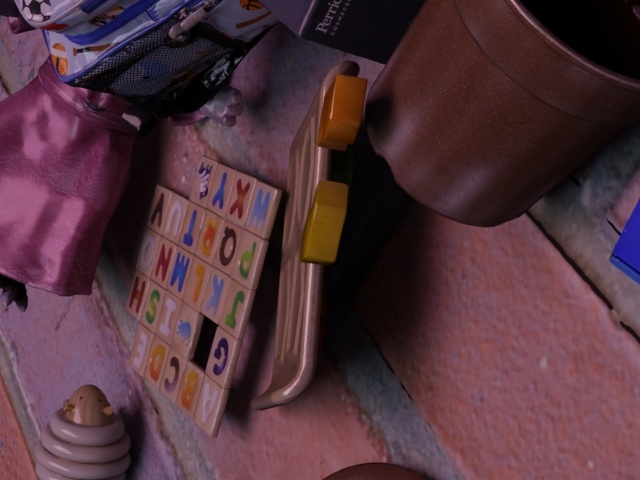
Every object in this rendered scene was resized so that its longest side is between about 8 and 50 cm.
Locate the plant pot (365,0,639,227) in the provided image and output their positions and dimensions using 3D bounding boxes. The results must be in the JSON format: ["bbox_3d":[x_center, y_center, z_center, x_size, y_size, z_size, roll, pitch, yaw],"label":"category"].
[{"bbox_3d":[0.119,-0.103,0.902,0.165,0.167,0.167,-51,42,44],"label":"plant pot"}]

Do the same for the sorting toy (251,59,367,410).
[{"bbox_3d":[0.000,0.000,1.023,0.307,0.041,0.229,133,146,-80],"label":"sorting toy"}]

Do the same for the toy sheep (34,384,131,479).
[{"bbox_3d":[-0.204,0.187,1.311,0.091,0.091,0.132,25,114,54],"label":"toy sheep"}]

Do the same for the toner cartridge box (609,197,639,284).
[{"bbox_3d":[0.286,-0.099,0.728,0.165,0.075,0.348,45,116,51],"label":"toner cartridge box"}]

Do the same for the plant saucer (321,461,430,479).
[{"bbox_3d":[0.023,0.225,0.985,0.168,0.029,0.168,-13,67,31],"label":"plant saucer"}]

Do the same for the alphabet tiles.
[{"bbox_3d":[-0.107,0.031,1.259,0.237,0.009,0.198,26,102,61],"label":"alphabet tiles"}]

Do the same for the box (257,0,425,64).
[{"bbox_3d":[0.059,-0.198,1.000,0.093,0.158,0.156,49,119,49],"label":"box"}]

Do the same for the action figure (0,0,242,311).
[{"bbox_3d":[-0.190,-0.123,1.358,0.370,0.248,0.276,-56,-4,9],"label":"action figure"}]

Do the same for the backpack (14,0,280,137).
[{"bbox_3d":[-0.109,-0.257,1.107,0.263,0.213,0.276,-26,79,17],"label":"backpack"}]
